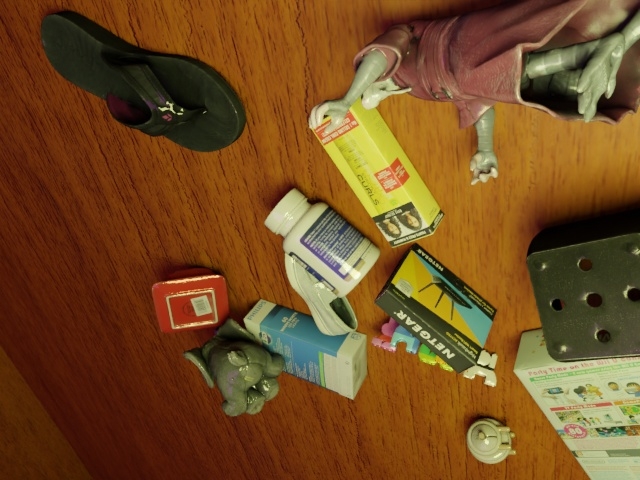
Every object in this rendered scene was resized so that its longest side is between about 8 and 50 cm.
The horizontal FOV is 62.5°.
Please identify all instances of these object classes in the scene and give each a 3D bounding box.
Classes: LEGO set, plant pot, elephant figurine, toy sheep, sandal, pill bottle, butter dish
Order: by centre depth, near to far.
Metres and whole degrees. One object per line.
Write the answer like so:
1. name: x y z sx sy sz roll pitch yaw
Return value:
1. plant pot: 0.350 0.060 0.634 0.188 0.167 0.187 -16 82 42
2. pill bottle: 0.000 0.000 0.912 0.187 0.112 0.112 41 136 0
3. sandal: -0.336 -0.263 0.934 0.446 0.107 0.167 25 134 15
4. LEGO set: 0.211 0.171 0.935 0.227 0.093 0.087 17 163 16
5. toy sheep: 0.324 0.383 1.011 0.091 0.091 0.132 4 150 32
6. elephant figurine: -0.209 0.256 1.131 0.239 0.169 0.186 27 108 39
7. butter dish: -0.295 0.119 1.209 0.160 0.118 0.160 -7 128 -10

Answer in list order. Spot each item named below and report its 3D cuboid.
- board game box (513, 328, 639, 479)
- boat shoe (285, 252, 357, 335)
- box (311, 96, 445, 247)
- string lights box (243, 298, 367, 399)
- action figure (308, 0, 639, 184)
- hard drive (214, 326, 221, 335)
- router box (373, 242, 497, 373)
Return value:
1. board game box: 0.478 0.260 0.807 0.224 0.097 0.303 -24 109 42
2. boat shoe: 0.010 0.092 1.010 0.081 0.079 0.227 -8 125 30
3. box: 0.090 -0.104 0.807 0.087 0.058 0.232 -21 110 43
4. string lights box: -0.033 0.232 1.141 0.260 0.077 0.133 16 131 24
5. action figure: 0.158 -0.214 0.585 0.370 0.248 0.275 23 100 52
6. hard drive: -0.198 0.271 1.322 0.135 0.022 0.094 12 129 26
7. router box: 0.189 0.106 0.853 0.179 0.133 0.046 39 137 1
